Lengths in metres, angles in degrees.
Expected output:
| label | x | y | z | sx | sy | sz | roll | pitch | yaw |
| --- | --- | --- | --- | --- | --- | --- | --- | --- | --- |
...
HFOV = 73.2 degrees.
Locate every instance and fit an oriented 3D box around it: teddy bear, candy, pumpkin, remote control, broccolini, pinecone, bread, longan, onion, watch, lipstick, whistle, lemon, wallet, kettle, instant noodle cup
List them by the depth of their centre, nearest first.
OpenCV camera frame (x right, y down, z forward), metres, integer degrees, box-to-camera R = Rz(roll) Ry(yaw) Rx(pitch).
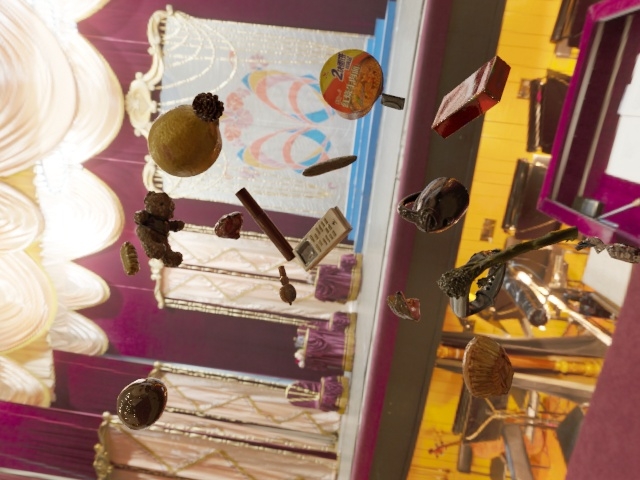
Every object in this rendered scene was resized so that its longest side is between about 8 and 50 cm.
| label | x | y | z | sx | sy | sz | roll | pitch | yaw |
| --- | --- | --- | --- | --- | --- | --- | --- | --- | --- |
| bread | -0.451 | 0.044 | 1.024 | 0.049 | 0.033 | 0.088 | -52 | 54 | 37 |
| broccolini | 0.482 | 0.057 | 1.083 | 0.079 | 0.391 | 0.074 | -122 | 16 | -70 |
| candy | 0.839 | 0.035 | 1.207 | 0.226 | 0.093 | 0.051 | 19 | 114 | 50 |
| watch | 0.460 | 0.130 | 1.254 | 0.068 | 0.192 | 0.206 | 41 | 160 | 45 |
| pinecone | -0.363 | -0.426 | 1.385 | 0.109 | 0.102 | 0.103 | -74 | -10 | -69 |
| teddy bear | -0.539 | -0.037 | 1.411 | 0.182 | 0.129 | 0.252 | 38 | -135 | -65 |
| instant noodle cup | 0.108 | -0.512 | 1.466 | 0.174 | 0.213 | 0.214 | 6 | -89 | -83 |
| longan | -0.625 | 0.573 | 1.511 | 0.189 | 0.189 | 0.190 | 7 | -90 | -87 |
| lemon | -0.486 | -0.357 | 1.558 | 0.267 | 0.266 | 0.268 | 7 | -90 | -87 |
| remote control | 0.000 | 0.000 | 1.580 | 0.055 | 0.103 | 0.277 | -18 | -22 | -47 |
| bread | 0.628 | 0.482 | 1.633 | 0.239 | 0.139 | 0.240 | 0 | -90 | -45 |
| lipstick | -0.222 | -0.064 | 1.772 | 0.357 | 0.057 | 0.057 | 51 | -176 | -5 |
| kettle | 0.487 | -0.142 | 1.921 | 0.290 | 0.268 | 0.208 | -39 | -42 | -43 |
| pumpkin | 0.412 | 0.350 | 2.142 | 0.254 | 0.130 | 0.149 | 27 | -137 | -55 |
| wallet | 0.380 | -0.730 | 2.275 | 0.088 | 0.129 | 0.026 | 84 | -155 | -68 |
| onion | -0.473 | -0.070 | 2.280 | 0.147 | 0.184 | 0.184 | 50 | -170 | -12 |
| whistle | -0.182 | 0.241 | 2.306 | 0.107 | 0.057 | 0.220 | -4 | -105 | -51 |

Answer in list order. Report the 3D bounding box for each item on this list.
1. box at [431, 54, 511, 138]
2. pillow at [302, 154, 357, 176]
| label | x | y | z | sx | sy | sz | roll | pitch | yaw |
| --- | --- | --- | --- | --- | --- | --- | --- | --- | --- |
| box | 0.606 | -0.572 | 1.750 | 0.198 | 0.089 | 0.313 | -63 | 14 | -24 |
| pillow | 0.030 | -0.293 | 1.693 | 0.093 | 0.240 | 0.051 | 23 | 132 | 68 |
